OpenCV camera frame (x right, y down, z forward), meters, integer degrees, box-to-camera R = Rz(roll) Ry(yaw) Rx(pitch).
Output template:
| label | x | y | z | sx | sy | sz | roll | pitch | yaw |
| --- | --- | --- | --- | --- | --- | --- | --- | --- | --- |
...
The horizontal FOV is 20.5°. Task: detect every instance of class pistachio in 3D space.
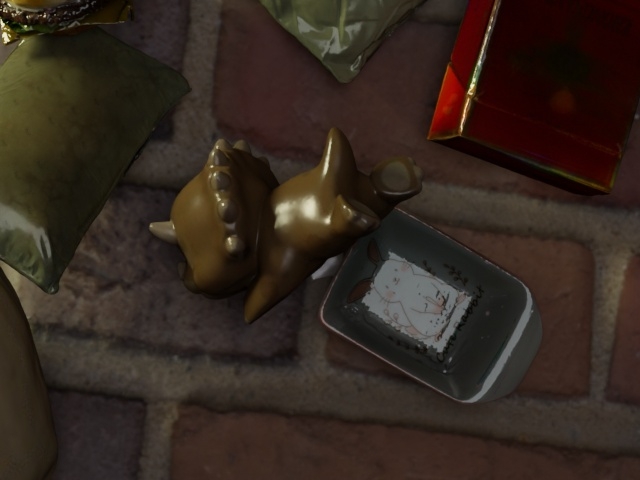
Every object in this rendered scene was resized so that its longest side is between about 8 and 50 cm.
| label | x | y | z | sx | sy | sz | roll | pitch | yaw |
| --- | --- | --- | --- | --- | --- | --- | --- | --- | --- |
| pistachio | -0.380 | 0.127 | 1.789 | 0.226 | 0.207 | 0.332 | -37 | 103 | -47 |

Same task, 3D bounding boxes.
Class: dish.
| label | x | y | z | sx | sy | sz | roll | pitch | yaw |
| --- | --- | --- | --- | --- | --- | --- | --- | --- | --- |
| dish | 0.123 | 0.078 | 1.908 | 0.234 | 0.064 | 0.154 | 31 | 83 | -3 |

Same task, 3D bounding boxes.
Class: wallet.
| label | x | y | z | sx | sy | sz | roll | pitch | yaw |
| --- | --- | --- | --- | --- | --- | --- | --- | --- | --- |
| wallet | 0.000 | 0.000 | 1.926 | 0.044 | 0.011 | 0.083 | -14 | 88 | -7 |

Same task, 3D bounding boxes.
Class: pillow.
| label | x | y | z | sx | sy | sz | roll | pitch | yaw |
| --- | --- | --- | --- | --- | --- | --- | --- | --- | --- |
| pillow | -0.276 | -0.109 | 1.842 | 0.185 | 0.075 | 0.302 | 32 | 63 | -3 |
| pillow | 0.024 | -0.357 | 1.921 | 0.274 | 0.076 | 0.281 | 45 | 82 | -2 |

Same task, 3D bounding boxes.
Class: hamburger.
| label | x | y | z | sx | sy | sz | roll | pitch | yaw |
| --- | --- | --- | --- | --- | --- | --- | --- | --- | --- |
| hamburger | -0.271 | -0.286 | 1.846 | 0.189 | 0.093 | 0.164 | -17 | 52 | -10 |

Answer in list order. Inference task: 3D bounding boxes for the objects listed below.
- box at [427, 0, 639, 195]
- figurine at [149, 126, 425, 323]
| label | x | y | z | sx | sy | sz | roll | pitch | yaw |
| --- | --- | --- | --- | --- | --- | --- | --- | --- | --- |
| box | 0.257 | -0.226 | 1.914 | 0.197 | 0.089 | 0.313 | 19 | 84 | -21 |
| figurine | -0.053 | -0.036 | 1.834 | 0.247 | 0.177 | 0.173 | -38 | 90 | 37 |
